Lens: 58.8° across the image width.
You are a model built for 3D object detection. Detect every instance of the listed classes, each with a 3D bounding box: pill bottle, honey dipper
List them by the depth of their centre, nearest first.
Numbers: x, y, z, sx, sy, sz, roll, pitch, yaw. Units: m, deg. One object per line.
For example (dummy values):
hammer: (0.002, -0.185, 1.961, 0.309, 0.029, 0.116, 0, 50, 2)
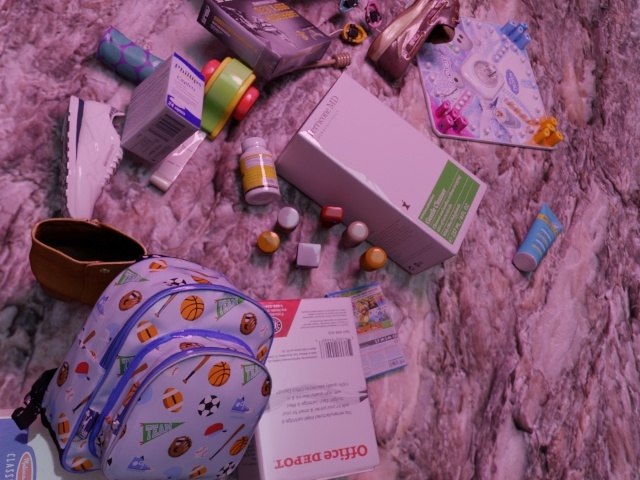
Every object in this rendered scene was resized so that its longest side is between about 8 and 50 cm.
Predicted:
pill bottle: (-0.115, -0.129, 1.051, 0.065, 0.065, 0.116, -1, 70, -27)
honey dipper: (-0.006, -0.386, 1.240, 0.161, 0.030, 0.030, -17, 77, -27)

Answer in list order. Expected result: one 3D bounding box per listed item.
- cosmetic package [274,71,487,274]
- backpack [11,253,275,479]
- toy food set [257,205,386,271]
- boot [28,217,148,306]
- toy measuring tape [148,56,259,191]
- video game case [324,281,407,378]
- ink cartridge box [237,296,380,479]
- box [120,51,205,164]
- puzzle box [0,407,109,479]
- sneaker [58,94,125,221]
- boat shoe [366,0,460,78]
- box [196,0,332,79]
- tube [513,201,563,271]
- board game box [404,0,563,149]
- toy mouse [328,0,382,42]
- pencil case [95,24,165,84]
cosmetic package: (0.115, -0.123, 1.112, 0.366, 0.155, 0.196, 36, 60, -10)
backpack: (-0.188, 0.161, 0.720, 0.277, 0.213, 0.263, 20, 91, -48)
toy food set: (0.000, 0.000, 1.056, 0.233, 0.104, 0.111, 4, 80, -6)
boot: (-0.259, 0.057, 0.814, 0.295, 0.211, 0.104, 14, 64, -21)
toy measuring tape: (-0.199, -0.233, 1.026, 0.121, 0.121, 0.330, 34, 58, -10)
video game case: (0.085, 0.167, 1.054, 0.119, 0.015, 0.166, -10, 74, -29)
ink cartridge box: (-0.036, 0.238, 0.904, 0.197, 0.114, 0.272, 1, 68, -27)
box: (-0.263, -0.221, 0.957, 0.072, 0.126, 0.137, 32, 42, -40)
puzzle box: (-0.401, 0.412, 0.687, 0.272, 0.052, 0.408, 4, 67, -24)
sneaker: (-0.367, -0.126, 0.918, 0.095, 0.090, 0.234, 10, 66, -33)
boat shoe: (0.264, -0.509, 1.327, 0.342, 0.123, 0.123, -44, 90, -12)
box: (-0.104, -0.415, 1.126, 0.183, 0.056, 0.231, 40, 37, 5)
tube: (0.511, -0.006, 1.325, 0.080, 0.052, 0.207, 54, 50, -10)
board game box: (0.423, -0.428, 1.455, 0.391, 0.050, 0.389, 1, 69, -26)
toy mouse: (0.088, -0.529, 1.311, 0.161, 0.031, 0.142, 1, 101, -30)
pencil case: (-0.325, -0.322, 1.030, 0.152, 0.064, 0.070, 28, 75, -14)
